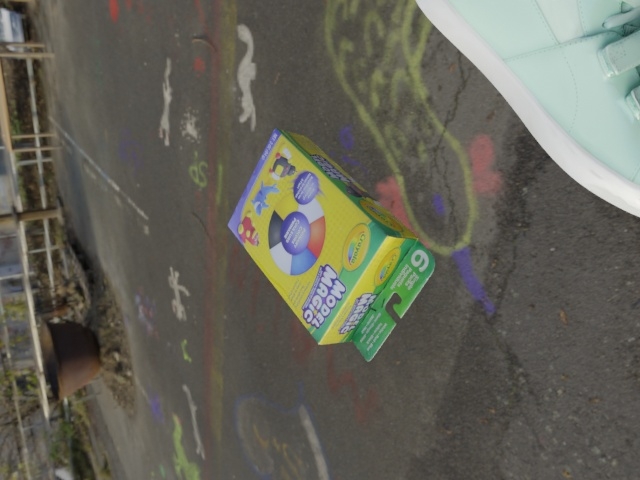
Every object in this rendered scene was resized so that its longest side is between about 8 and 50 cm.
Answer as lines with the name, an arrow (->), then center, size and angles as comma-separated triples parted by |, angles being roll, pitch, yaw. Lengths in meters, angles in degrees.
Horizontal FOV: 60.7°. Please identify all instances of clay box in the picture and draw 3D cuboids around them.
clay box -> 0.000, 0.000, 0.539 | 0.222, 0.053, 0.128 | 47, 118, 37

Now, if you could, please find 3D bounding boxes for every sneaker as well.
sneaker -> 0.178, -0.123, 0.299 | 0.256, 0.094, 0.151 | 45, 143, 6
